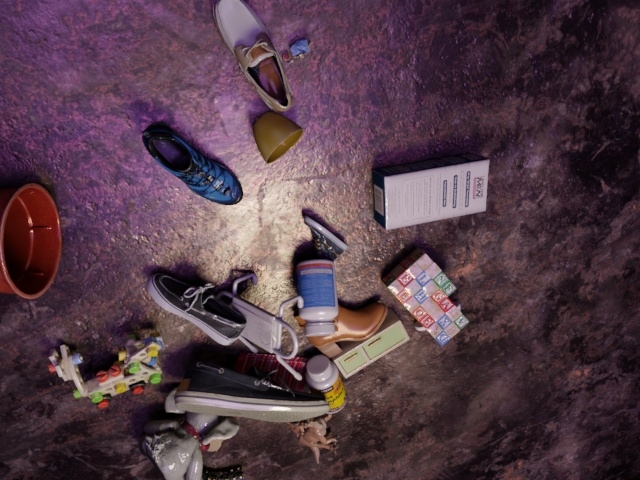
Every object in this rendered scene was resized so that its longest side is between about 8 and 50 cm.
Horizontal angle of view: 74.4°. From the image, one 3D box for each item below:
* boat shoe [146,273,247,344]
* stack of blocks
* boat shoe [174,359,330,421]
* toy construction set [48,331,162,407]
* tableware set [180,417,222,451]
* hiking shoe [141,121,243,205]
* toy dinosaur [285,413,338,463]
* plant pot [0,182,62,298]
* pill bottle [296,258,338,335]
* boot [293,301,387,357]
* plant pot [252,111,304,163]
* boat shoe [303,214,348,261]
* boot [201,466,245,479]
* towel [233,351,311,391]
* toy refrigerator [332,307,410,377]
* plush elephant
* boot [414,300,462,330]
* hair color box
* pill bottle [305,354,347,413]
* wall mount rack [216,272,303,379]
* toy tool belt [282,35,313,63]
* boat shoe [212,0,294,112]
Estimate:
[{"bbox_3d":[-0.351,0.176,1.210,0.306,0.113,0.105,38,116,2],"label":"boat shoe"},{"bbox_3d":[0.374,0.193,1.449,0.171,0.087,0.297,-42,102,3],"label":"stack of blocks"},{"bbox_3d":[-0.200,0.482,1.350,0.500,0.156,0.187,14,143,-16],"label":"boat shoe"},{"bbox_3d":[-0.615,0.378,1.242,0.328,0.151,0.215,-7,139,-5],"label":"toy construction set"},{"bbox_3d":[-0.427,0.691,1.501,0.169,0.020,0.141,7,105,-15],"label":"tableware set"},{"bbox_3d":[-0.332,-0.178,1.101,0.304,0.132,0.113,35,99,-26],"label":"hiking shoe"},{"bbox_3d":[-0.043,0.712,1.573,0.200,0.127,0.295,2,124,-9],"label":"toy dinosaur"},{"bbox_3d":[-0.804,-0.001,0.982,0.265,0.272,0.272,1,112,-8],"label":"plant pot"},{"bbox_3d":[-0.009,0.177,1.293,0.124,0.124,0.221,2,72,-17],"label":"pill bottle"},{"bbox_3d":[0.066,0.246,1.426,0.283,0.109,0.220,-33,113,7],"label":"boot"},{"bbox_3d":[-0.125,-0.286,1.131,0.134,0.134,0.095,-41,90,3],"label":"plant pot"},{"bbox_3d":[0.000,0.000,1.311,0.183,0.065,0.083,38,97,-27],"label":"boat shoe"},{"bbox_3d":[-0.376,0.870,1.558,0.179,0.085,0.236,-12,121,-14],"label":"boot"},{"bbox_3d":[-0.179,0.489,1.485,0.275,0.031,0.198,10,110,-20],"label":"towel"},{"bbox_3d":[0.172,0.367,1.500,0.269,0.094,0.102,-30,117,-2],"label":"toy refrigerator"},{"bbox_3d":[-0.421,0.627,1.360,0.255,0.272,0.330,-32,151,-37],"label":"plush elephant"},{"bbox_3d":[0.447,0.307,1.568,0.190,0.069,0.086,-26,111,-5],"label":"boot"},{"bbox_3d":[0.343,-0.157,1.323,0.347,0.105,0.174,-11,115,-11],"label":"hair color box"},{"bbox_3d":[0.018,0.502,1.483,0.117,0.117,0.215,-22,125,-6],"label":"pill bottle"},{"bbox_3d":[-0.167,0.277,1.284,0.130,0.350,0.304,-18,120,-48],"label":"wall mount rack"},{"bbox_3d":[-0.060,-0.493,1.093,0.083,0.051,0.052,-32,117,-1],"label":"toy tool belt"},{"bbox_3d":[-0.154,-0.463,1.049,0.113,0.103,0.302,-35,117,0],"label":"boat shoe"}]
